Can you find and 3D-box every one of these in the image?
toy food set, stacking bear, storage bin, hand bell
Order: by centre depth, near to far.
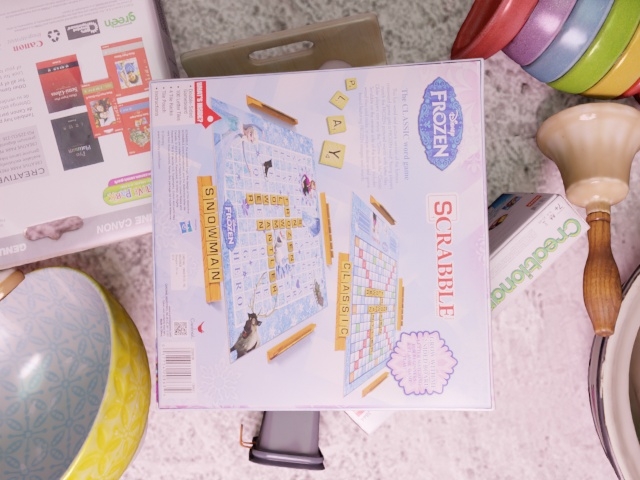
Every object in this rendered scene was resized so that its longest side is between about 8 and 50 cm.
[{"bbox_3d":[-0.022,-0.068,0.842,0.219,0.092,0.306,-10,80,9],"label":"toy food set"},{"bbox_3d":[0.301,-0.014,0.872,0.126,0.126,0.242,7,64,-3],"label":"hand bell"},{"bbox_3d":[0.322,-0.226,0.901,0.289,0.164,0.175,23,93,-9],"label":"stacking bear"},{"bbox_3d":[-0.041,0.204,0.927,0.098,0.135,0.091,7,82,-3],"label":"storage bin"}]

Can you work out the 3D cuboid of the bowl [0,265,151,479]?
[{"bbox_3d":[-0.281,0.189,0.879,0.289,0.289,0.156,-47,137,1],"label":"bowl"}]

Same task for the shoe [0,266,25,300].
[{"bbox_3d":[-0.414,0.070,0.884,0.219,0.076,0.058,-24,112,25],"label":"shoe"}]

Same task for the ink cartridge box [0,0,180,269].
[{"bbox_3d":[-0.302,-0.118,0.884,0.309,0.130,0.272,-13,94,-1],"label":"ink cartridge box"}]

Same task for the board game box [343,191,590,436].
[{"bbox_3d":[0.136,0.067,0.888,0.305,0.193,0.053,-44,95,1],"label":"board game box"}]

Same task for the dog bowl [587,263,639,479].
[{"bbox_3d":[0.491,0.167,0.904,0.407,0.150,0.408,0,83,1],"label":"dog bowl"}]

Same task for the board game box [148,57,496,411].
[{"bbox_3d":[0.000,0.000,0.768,0.317,0.066,0.319,-1,89,9],"label":"board game box"}]
